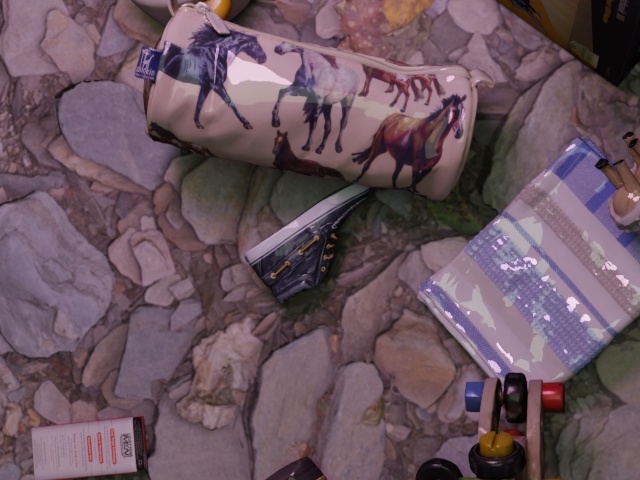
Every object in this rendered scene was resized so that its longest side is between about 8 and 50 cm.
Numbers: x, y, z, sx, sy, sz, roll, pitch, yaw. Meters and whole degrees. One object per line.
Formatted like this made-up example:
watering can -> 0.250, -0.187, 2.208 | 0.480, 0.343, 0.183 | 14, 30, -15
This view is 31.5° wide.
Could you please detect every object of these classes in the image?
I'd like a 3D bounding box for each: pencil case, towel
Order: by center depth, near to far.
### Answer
towel -> 0.272, 0.041, 1.342 | 0.285, 0.034, 0.209 | -45, 68, 15
pencil case -> -0.010, -0.168, 1.366 | 0.410, 0.160, 0.184 | 12, 126, 2

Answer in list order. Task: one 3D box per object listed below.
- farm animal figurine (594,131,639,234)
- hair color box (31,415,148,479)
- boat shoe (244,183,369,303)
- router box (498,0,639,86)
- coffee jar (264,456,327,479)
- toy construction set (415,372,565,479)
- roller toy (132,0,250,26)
farm animal figurine -> 0.499, -0.126, 1.196 | 0.172, 0.330, 0.327 | 48, 64, -18
hair color box -> -0.298, 0.269, 1.466 | 0.141, 0.043, 0.072 | -7, 82, 12
boat shoe -> 0.000, 0.000, 1.433 | 0.183, 0.065, 0.083 | -34, 94, 3
router box -> 0.275, -0.315, 1.282 | 0.243, 0.309, 0.081 | 39, 89, 14
coffee jar -> -0.005, 0.359, 1.376 | 0.096, 0.079, 0.184 | -35, 79, 9
toy construction set -> 0.244, 0.308, 1.228 | 0.308, 0.237, 0.257 | 20, 106, 10
roller toy -> -0.179, -0.375, 1.466 | 0.191, 0.146, 0.209 | 16, 87, 14
